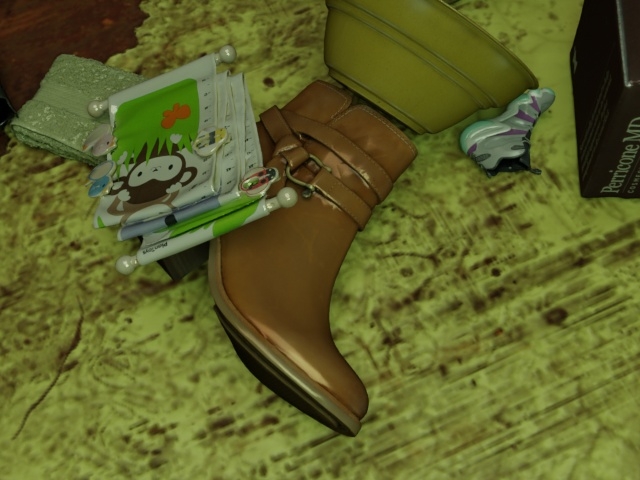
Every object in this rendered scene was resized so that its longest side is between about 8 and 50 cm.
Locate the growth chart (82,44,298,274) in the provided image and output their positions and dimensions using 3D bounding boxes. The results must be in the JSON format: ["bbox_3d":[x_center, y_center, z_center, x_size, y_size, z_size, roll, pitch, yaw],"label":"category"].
[{"bbox_3d":[-0.121,-0.071,0.714,0.172,0.021,0.237,-26,47,6],"label":"growth chart"}]

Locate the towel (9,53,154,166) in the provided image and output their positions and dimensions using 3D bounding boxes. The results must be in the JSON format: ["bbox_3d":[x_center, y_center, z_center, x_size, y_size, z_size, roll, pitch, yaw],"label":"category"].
[{"bbox_3d":[-0.209,-0.121,0.821,0.148,0.027,0.110,19,65,14],"label":"towel"}]

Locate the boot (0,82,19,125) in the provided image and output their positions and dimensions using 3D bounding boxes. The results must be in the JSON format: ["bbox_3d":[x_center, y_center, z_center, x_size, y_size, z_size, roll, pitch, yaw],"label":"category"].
[{"bbox_3d":[-0.391,-0.128,0.803,0.198,0.077,0.137,-29,58,-10],"label":"boot"}]

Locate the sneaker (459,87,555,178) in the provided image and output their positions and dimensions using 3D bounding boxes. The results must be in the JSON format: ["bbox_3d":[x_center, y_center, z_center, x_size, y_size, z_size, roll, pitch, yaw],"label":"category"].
[{"bbox_3d":[0.180,-0.088,0.769,0.098,0.038,0.069,-32,66,-1],"label":"sneaker"}]

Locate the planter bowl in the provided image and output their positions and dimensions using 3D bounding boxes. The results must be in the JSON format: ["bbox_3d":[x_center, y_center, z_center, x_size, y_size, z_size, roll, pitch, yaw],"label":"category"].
[{"bbox_3d":[0.071,-0.152,0.742,0.217,0.217,0.090,35,98,20],"label":"planter bowl"}]

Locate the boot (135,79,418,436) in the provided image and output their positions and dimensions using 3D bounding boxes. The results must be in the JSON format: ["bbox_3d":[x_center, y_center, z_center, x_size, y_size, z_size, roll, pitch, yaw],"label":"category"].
[{"bbox_3d":[0.000,0.000,0.707,0.220,0.109,0.283,-37,56,-15],"label":"boot"}]

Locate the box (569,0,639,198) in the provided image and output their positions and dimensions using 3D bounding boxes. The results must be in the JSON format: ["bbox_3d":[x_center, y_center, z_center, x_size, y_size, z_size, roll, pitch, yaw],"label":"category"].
[{"bbox_3d":[0.326,-0.141,0.708,0.203,0.168,0.167,2,64,6],"label":"box"}]
